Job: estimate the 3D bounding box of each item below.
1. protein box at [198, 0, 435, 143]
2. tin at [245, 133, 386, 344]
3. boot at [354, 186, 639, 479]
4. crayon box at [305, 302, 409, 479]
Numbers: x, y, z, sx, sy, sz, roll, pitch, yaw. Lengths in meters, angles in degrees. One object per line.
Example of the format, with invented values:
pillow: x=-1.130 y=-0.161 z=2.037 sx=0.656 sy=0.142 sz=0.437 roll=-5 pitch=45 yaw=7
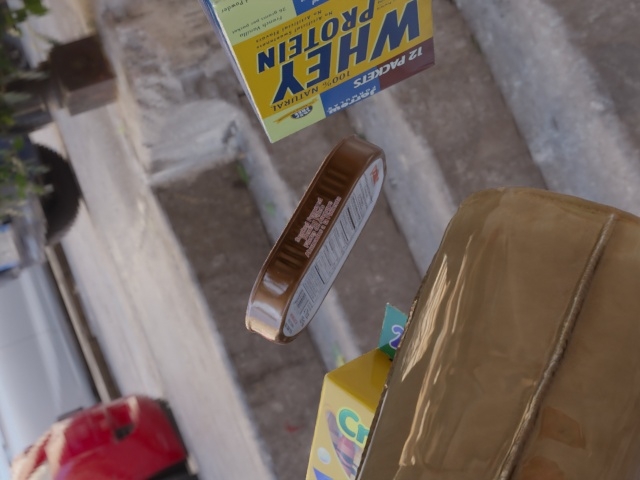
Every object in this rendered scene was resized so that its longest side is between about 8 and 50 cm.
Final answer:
protein box: x=-0.031 y=-0.210 z=0.711 sx=0.201 sy=0.136 sz=0.200 roll=63 pitch=178 yaw=20
tin: x=0.000 y=0.000 z=0.890 sx=0.040 sy=0.189 sz=0.106 roll=27 pitch=168 yaw=11
boot: x=0.119 y=0.100 z=0.425 sx=0.236 sy=0.269 sz=0.089 roll=19 pitch=138 yaw=17
crayon box: x=0.085 y=0.249 z=1.011 sx=0.203 sy=0.083 sz=0.323 roll=31 pitch=125 yaw=34
